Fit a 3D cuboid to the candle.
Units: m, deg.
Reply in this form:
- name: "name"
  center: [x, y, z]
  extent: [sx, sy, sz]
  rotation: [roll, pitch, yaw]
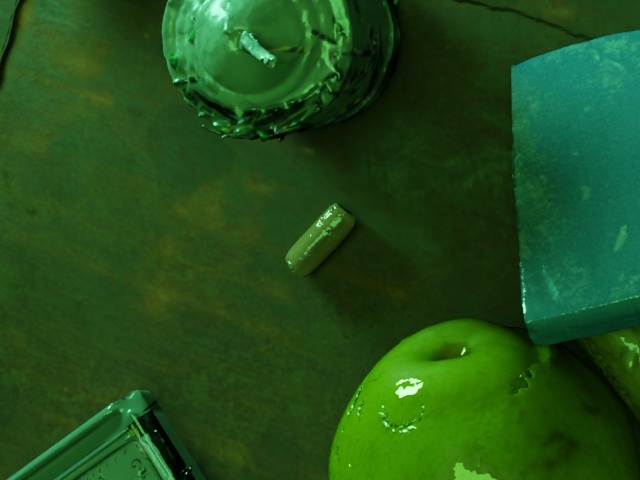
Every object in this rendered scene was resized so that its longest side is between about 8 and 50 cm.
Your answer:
- name: "candle"
  center: [-0.042, -0.183, 1.502]
  extent: [0.187, 0.330, 0.187]
  rotation: [2, 97, 15]

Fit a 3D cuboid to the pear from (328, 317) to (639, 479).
- name: "pear"
  center: [0.148, 0.239, 1.486]
  extent: [0.285, 0.285, 0.336]
  rotation: [8, 129, 16]

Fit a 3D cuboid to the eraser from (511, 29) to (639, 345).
- name: "eraser"
  center: [0.243, -0.056, 1.465]
  extent: [0.144, 0.042, 0.311]
  rotation: [-14, 48, 20]

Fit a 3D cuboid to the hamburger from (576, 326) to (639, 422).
- name: "hamburger"
  center: [0.310, 0.082, 1.476]
  extent: [0.144, 0.156, 0.283]
  rotation: [-35, 73, 6]

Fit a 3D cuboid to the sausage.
- name: "sausage"
  center: [0.000, 0.000, 1.632]
  extent: [0.034, 0.034, 0.083]
  rotation: [45, 102, 12]

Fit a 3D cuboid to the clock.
- name: "clock"
  center: [-0.221, 0.290, 1.667]
  extent: [0.253, 0.083, 0.186]
  rotation: [-35, 80, 12]
